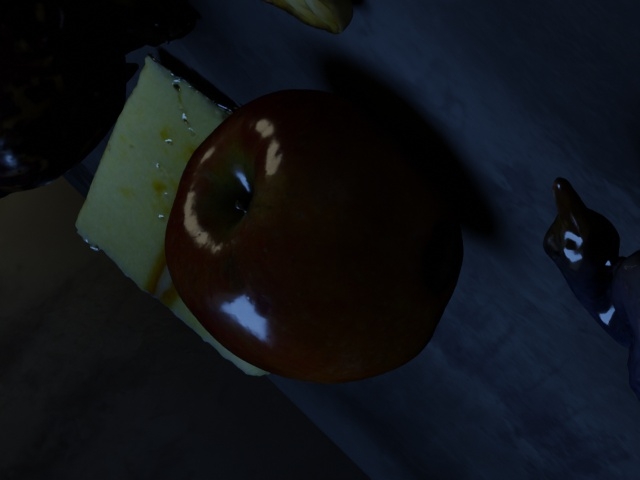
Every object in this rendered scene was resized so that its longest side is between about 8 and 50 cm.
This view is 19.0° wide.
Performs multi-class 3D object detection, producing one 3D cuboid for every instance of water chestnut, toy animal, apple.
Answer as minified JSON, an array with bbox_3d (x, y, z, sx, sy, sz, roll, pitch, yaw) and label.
[{"bbox_3d":[-0.253,-0.188,1.672,0.300,0.300,0.300,43,169,10],"label":"water chestnut"},{"bbox_3d":[0.241,0.062,1.021,0.298,0.122,0.185,34,156,18],"label":"toy animal"},{"bbox_3d":[0.000,0.000,1.472,0.230,0.230,0.230,43,169,10],"label":"apple"}]

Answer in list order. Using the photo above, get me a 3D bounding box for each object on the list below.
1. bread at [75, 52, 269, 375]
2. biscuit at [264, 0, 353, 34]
[{"bbox_3d":[-0.066,-0.057,1.991,0.346,0.242,0.405,45,137,21],"label":"bread"},{"bbox_3d":[-0.074,-0.234,1.316,0.260,0.041,0.203,42,166,11],"label":"biscuit"}]
